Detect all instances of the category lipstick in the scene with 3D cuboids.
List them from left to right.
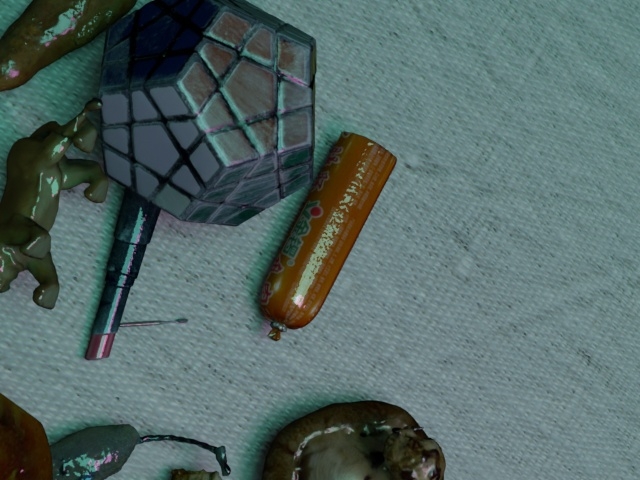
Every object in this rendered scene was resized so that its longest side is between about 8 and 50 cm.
[{"bbox_3d":[-0.264,0.046,1.698,0.053,0.053,0.234,20,81,-24],"label":"lipstick"}]

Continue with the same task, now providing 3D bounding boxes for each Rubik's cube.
[{"bbox_3d":[-0.139,-0.173,1.650,0.319,0.319,0.264,-56,136,-17],"label":"Rubik's cube"}]

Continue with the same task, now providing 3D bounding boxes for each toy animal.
[{"bbox_3d":[-0.366,-0.035,1.592,0.097,0.157,0.312,34,76,-61],"label":"toy animal"},{"bbox_3d":[-0.247,0.276,1.676,0.252,0.070,0.079,-2,88,-21],"label":"toy animal"}]

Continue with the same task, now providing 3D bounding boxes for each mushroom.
[{"bbox_3d":[0.051,0.346,1.765,0.267,0.254,0.267,0,97,-1],"label":"mushroom"}]

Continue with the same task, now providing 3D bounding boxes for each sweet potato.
[{"bbox_3d":[-0.302,-0.310,1.674,0.355,0.095,0.106,-52,154,-17],"label":"sweet potato"}]

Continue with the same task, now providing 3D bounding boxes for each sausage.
[{"bbox_3d":[0.000,0.000,1.807,0.093,0.093,0.312,34,74,-21],"label":"sausage"}]

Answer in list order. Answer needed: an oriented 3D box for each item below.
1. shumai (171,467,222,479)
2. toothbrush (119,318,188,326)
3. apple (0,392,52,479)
[{"bbox_3d":[-0.162,0.361,1.706,0.145,0.145,0.116,42,33,-18],"label":"shumai"},{"bbox_3d":[-0.223,0.110,1.737,0.097,0.008,0.006,-3,75,-25],"label":"toothbrush"},{"bbox_3d":[-0.482,0.259,1.422,0.374,0.374,0.384,-25,104,-25],"label":"apple"}]
